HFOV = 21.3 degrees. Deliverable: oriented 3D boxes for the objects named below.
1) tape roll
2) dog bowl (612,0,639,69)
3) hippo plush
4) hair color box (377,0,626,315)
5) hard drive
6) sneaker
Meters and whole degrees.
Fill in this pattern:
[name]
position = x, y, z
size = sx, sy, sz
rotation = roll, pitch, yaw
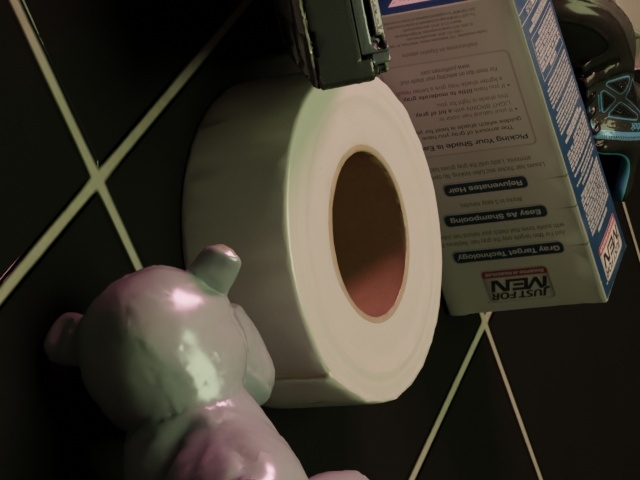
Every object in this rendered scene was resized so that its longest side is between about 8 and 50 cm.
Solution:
[tape roll]
position = 0.000, 0.000, 1.428
size = 0.286, 0.100, 0.286
rotation = 19, 69, -60
[dog bowl]
position = 0.358, -0.377, 2.159
size = 0.349, 0.102, 0.349
rotation = 21, 66, -59
[hippo plush]
position = -0.107, 0.149, 1.150
size = 0.236, 0.234, 0.294
rotation = 60, 5, 20
[hair color box]
position = 0.168, -0.099, 1.678
size = 0.105, 0.174, 0.347
rotation = -59, 135, -50
[hard drive]
position = -0.013, -0.249, 1.323
size = 0.339, 0.064, 0.237
rotation = -117, -166, -77
[sneaker]
position = 0.319, -0.175, 2.027
size = 0.341, 0.125, 0.139
rotation = 46, 51, -46
